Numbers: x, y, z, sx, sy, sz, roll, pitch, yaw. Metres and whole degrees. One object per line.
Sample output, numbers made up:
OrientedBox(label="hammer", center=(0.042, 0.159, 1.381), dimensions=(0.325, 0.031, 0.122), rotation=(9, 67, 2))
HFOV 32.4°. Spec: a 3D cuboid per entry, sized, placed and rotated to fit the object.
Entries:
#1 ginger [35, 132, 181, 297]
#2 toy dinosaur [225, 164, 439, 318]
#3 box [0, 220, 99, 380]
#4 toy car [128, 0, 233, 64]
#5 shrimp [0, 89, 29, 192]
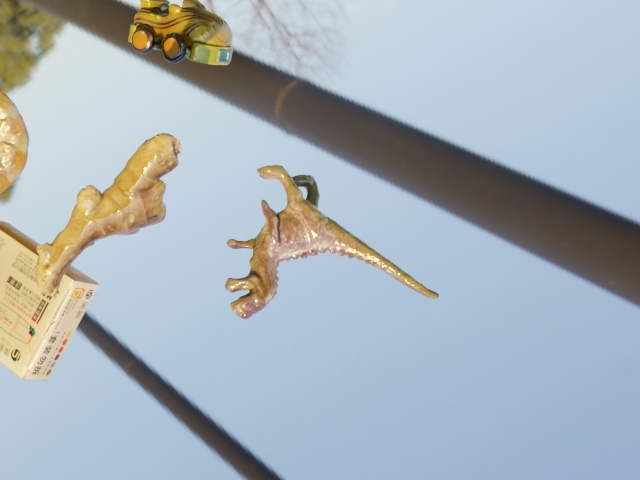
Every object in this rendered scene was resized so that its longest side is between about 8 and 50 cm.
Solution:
OrientedBox(label="ginger", center=(-0.353, -0.043, 1.849), dimensions=(0.333, 0.148, 0.081), rotation=(-39, -123, -6))
OrientedBox(label="toy dinosaur", center=(-0.002, 0.002, 1.360), dimensions=(0.251, 0.200, 0.072), rotation=(-6, 160, -22))
OrientedBox(label="box", center=(-0.580, 0.110, 2.090), dimensions=(0.273, 0.091, 0.221), rotation=(32, -85, 25))
OrientedBox(label="toy car", center=(-0.311, -0.480, 2.497), dimensions=(0.247, 0.142, 0.200), rotation=(17, -165, 21))
OrientedBox(label="shrimp", center=(-0.613, -0.182, 1.961), dimensions=(0.185, 0.287, 0.068), rotation=(1, -157, -11))
